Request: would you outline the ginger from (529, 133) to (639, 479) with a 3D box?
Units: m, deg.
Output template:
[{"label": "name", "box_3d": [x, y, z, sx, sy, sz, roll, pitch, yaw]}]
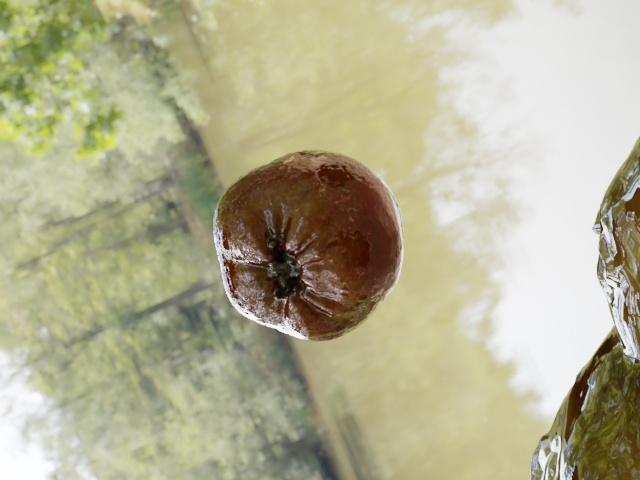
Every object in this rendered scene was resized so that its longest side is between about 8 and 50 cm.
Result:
[{"label": "ginger", "box_3d": [0.242, 0.063, 0.430, 0.152, 0.357, 0.274, -31, -51, -55]}]

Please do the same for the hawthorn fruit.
[{"label": "hawthorn fruit", "box_3d": [0.000, 0.000, 0.884, 0.133, 0.132, 0.138, 67, -154, -13]}]
